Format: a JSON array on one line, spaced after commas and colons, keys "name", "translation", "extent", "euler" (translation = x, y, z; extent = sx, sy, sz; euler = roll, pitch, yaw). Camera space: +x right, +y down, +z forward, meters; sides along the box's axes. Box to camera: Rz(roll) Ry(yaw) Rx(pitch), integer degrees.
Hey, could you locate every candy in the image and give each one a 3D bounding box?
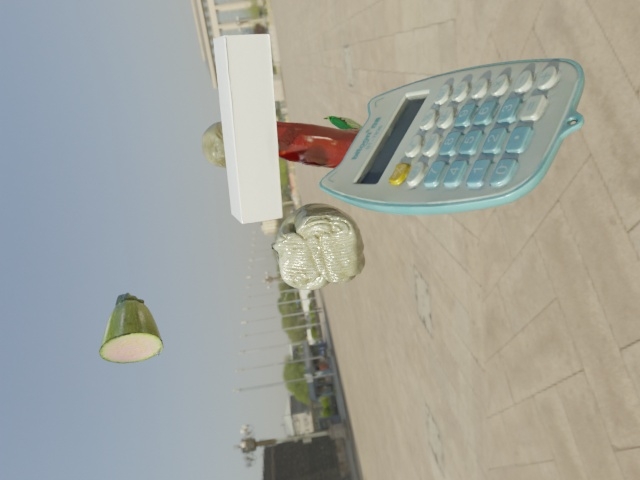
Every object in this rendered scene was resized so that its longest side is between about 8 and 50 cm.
[{"name": "candy", "translation": [0.100, -0.289, 1.395], "extent": [0.178, 0.102, 0.032], "euler": [39, 115, 30]}]

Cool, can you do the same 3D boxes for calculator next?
[{"name": "calculator", "translation": [0.172, -0.141, 0.728], "extent": [0.054, 0.256, 0.386], "euler": [42, 159, -31]}]

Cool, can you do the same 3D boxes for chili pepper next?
[{"name": "chili pepper", "translation": [0.016, -0.227, 1.262], "extent": [0.110, 0.387, 0.110], "euler": [-177, 90, -65]}]

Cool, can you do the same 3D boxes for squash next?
[{"name": "squash", "translation": [-0.332, 0.136, 0.920], "extent": [0.105, 0.105, 0.132], "euler": [84, 170, -52]}]

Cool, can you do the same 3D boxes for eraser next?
[{"name": "eraser", "translation": [-0.119, -0.184, 0.874], "extent": [0.078, 0.076, 0.298], "euler": [-146, 49, -61]}]

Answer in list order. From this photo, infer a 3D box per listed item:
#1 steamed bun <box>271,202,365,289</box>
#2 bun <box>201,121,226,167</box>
[{"name": "steamed bun", "translation": [-0.002, 0.000, 1.217], "extent": [0.144, 0.211, 0.218], "euler": [-84, -17, -47]}, {"name": "bun", "translation": [-0.310, -0.320, 1.779], "extent": [0.113, 0.173, 0.166], "euler": [35, 138, 55]}]
